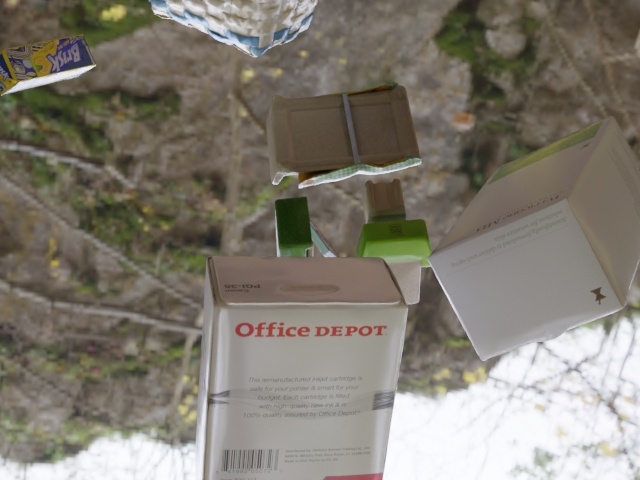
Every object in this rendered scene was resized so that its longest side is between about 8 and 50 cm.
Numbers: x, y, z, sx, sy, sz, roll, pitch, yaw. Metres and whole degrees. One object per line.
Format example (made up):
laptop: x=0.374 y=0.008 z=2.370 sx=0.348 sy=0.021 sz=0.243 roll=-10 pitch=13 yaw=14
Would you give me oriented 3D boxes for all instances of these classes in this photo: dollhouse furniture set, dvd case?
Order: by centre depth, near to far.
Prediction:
dollhouse furniture set: x=0.034 y=-0.053 z=1.572 sx=0.197 sy=0.151 sz=0.301 roll=-5 pitch=-133 yaw=-2
dvd case: x=0.000 y=0.000 z=1.795 sx=0.087 sy=0.013 sz=0.119 roll=54 pitch=-178 yaw=19

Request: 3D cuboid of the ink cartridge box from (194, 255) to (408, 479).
ink cartridge box: x=-0.028 y=0.162 z=1.301 sx=0.207 sy=0.283 sz=0.117 roll=1 pitch=-154 yaw=-11

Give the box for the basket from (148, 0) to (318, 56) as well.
basket: x=-0.103 y=-0.395 z=1.434 sx=0.254 sy=0.289 sz=0.201 roll=29 pitch=-134 yaw=22

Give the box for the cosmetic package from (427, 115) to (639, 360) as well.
cosmetic package: x=0.296 y=-0.012 z=1.504 sx=0.197 sy=0.155 sz=0.365 roll=-25 pitch=-172 yaw=27

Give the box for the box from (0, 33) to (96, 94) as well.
box: x=-0.442 y=-0.282 z=1.883 sx=0.054 sy=0.059 sz=0.169 roll=-22 pitch=-177 yaw=39
